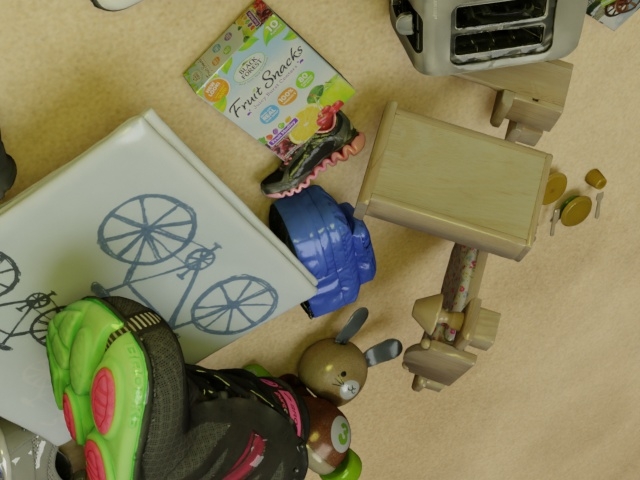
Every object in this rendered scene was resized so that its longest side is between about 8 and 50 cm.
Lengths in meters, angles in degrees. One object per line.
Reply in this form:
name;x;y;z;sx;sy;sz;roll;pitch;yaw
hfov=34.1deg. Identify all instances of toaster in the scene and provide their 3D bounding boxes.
toaster;0.152;-0.246;0.923;0.185;0.110;0.168;-8;137;-4

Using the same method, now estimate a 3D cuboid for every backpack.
backpack;0.000;0.000;1.104;0.101;0.098;0.120;-27;130;-8

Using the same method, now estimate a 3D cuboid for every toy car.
toy car;0.018;0.176;1.265;0.188;0.149;0.155;-47;130;-4

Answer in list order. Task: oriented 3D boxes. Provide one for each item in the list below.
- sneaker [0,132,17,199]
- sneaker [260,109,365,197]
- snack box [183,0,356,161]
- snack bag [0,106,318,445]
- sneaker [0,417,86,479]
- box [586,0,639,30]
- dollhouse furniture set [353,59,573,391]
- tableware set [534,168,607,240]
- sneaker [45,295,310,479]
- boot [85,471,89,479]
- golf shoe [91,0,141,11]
sneaker;-0.380;-0.067;0.783;0.286;0.109;0.130;-20;128;-28
sneaker;-0.016;-0.090;1.053;0.119;0.047;0.057;-34;118;-3
snack box;-0.045;-0.146;0.973;0.100;0.037;0.141;-44;139;9
snack bag;-0.209;0.058;0.962;0.342;0.037;0.323;-32;142;10
sneaker;-0.311;0.299;1.167;0.115;0.105;0.281;-18;137;-21
box;0.324;-0.322;1.016;0.159;0.044;0.233;13;133;-43
dollhouse furniture set;0.120;-0.021;1.171;0.174;0.303;0.355;18;161;0
tableware set;0.294;-0.051;1.318;0.154;0.024;0.104;-19;134;-18
sneaker;-0.119;0.170;0.993;0.202;0.185;0.483;-27;152;-8
boot;-0.206;0.299;1.262;0.264;0.096;0.280;-12;119;-53
golf shoe;-0.094;-0.235;0.811;0.198;0.094;0.077;-35;141;1
